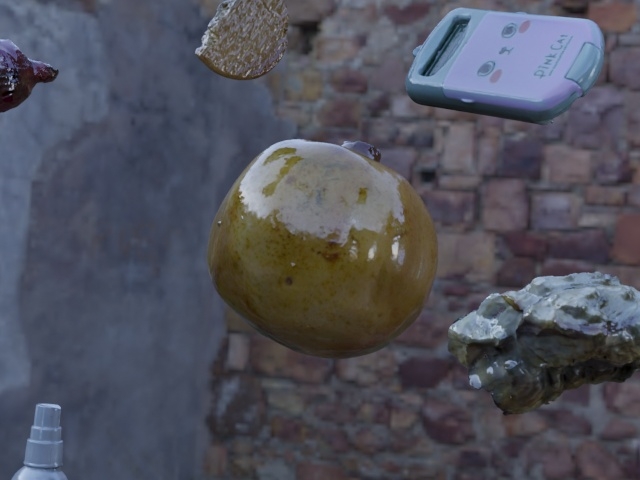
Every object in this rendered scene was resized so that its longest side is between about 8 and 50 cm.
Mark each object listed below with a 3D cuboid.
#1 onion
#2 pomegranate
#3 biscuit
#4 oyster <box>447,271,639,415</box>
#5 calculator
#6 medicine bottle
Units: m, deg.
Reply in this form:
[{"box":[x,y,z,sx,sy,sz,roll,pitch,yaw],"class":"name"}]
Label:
[{"box":[-0.554,-0.296,2.150,0.198,0.135,0.173,-21,30,-23],"class":"onion"},{"box":[0.000,0.000,2.138,0.416,0.417,0.416,3,-3,0],"class":"pomegranate"},{"box":[-0.123,-0.366,2.204,0.144,0.224,0.033,41,-27,-26],"class":"biscuit"},{"box":[0.364,0.146,1.851,0.354,0.201,0.107,-21,9,13],"class":"oyster"},{"box":[0.205,-0.201,1.423,0.246,0.141,0.045,15,-27,40],"class":"calculator"},{"box":[-0.509,0.472,2.255,0.110,0.352,0.110,7,-1,0],"class":"medicine bottle"}]
